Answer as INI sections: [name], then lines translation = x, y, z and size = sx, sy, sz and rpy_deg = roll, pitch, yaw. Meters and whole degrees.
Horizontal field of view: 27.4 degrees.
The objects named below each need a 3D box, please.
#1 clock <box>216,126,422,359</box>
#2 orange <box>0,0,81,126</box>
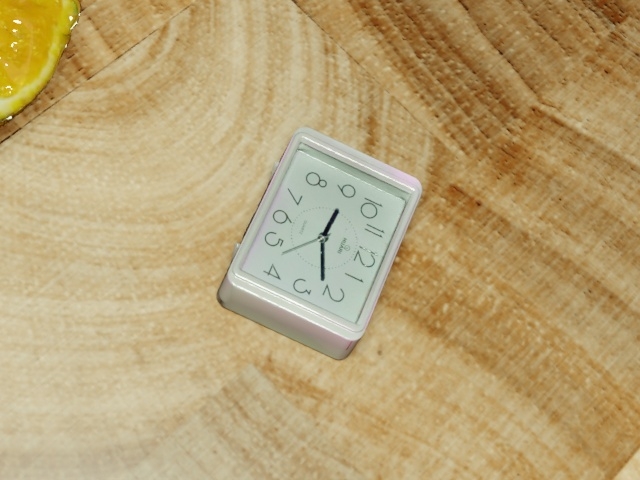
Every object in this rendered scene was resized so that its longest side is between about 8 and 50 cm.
[clock]
translation = 0.000, 0.000, 1.311
size = 0.150, 0.063, 0.197
rpy_deg = 26, 63, -2
[orange]
translation = -0.408, -0.210, 1.203
size = 0.310, 0.274, 0.274
rpy_deg = 10, 53, -60
